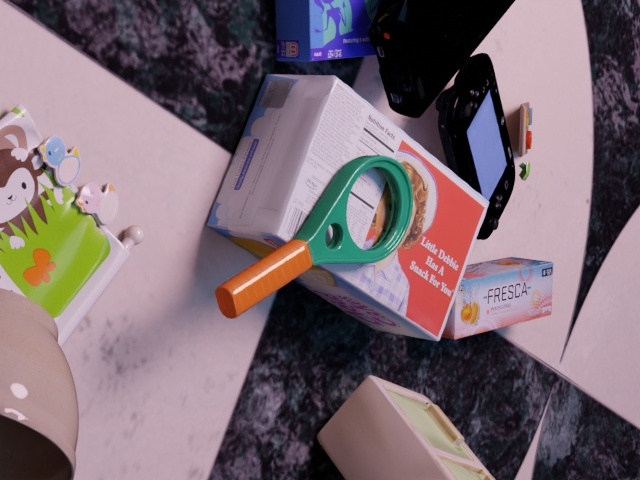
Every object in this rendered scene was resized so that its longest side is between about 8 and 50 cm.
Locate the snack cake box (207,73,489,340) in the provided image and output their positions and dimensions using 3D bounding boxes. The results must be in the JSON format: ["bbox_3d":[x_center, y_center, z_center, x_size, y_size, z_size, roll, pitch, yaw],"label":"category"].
[{"bbox_3d":[0.034,-0.026,1.229,0.264,0.089,0.152,34,70,-45],"label":"snack cake box"}]

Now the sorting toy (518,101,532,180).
[{"bbox_3d":[0.224,-0.108,1.461,0.062,0.012,0.083,-33,124,-75],"label":"sorting toy"}]

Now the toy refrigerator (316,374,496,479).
[{"bbox_3d":[0.118,0.247,1.226,0.102,0.269,0.094,26,107,-46],"label":"toy refrigerator"}]

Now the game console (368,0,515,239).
[{"bbox_3d":[0.152,-0.158,1.322,0.213,0.044,0.361,-51,143,-27],"label":"game console"}]

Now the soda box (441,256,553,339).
[{"bbox_3d":[0.174,0.059,1.420,0.183,0.058,0.063,-8,102,-48],"label":"soda box"}]

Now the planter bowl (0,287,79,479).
[{"bbox_3d":[-0.238,0.099,0.917,0.162,0.162,0.109,46,39,-42],"label":"planter bowl"}]

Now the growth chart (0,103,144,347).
[{"bbox_3d":[-0.234,-0.013,0.988,0.237,0.021,0.172,47,61,-42],"label":"growth chart"}]

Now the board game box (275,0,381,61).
[{"bbox_3d":[0.026,-0.272,1.210,0.160,0.047,0.210,-14,106,-46],"label":"board game box"}]

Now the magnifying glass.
[{"bbox_3d":[0.000,0.000,1.116,0.231,0.026,0.092,-34,121,-41],"label":"magnifying glass"}]
